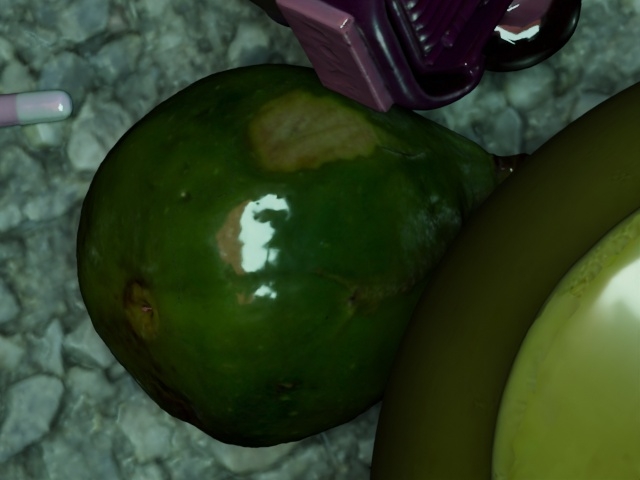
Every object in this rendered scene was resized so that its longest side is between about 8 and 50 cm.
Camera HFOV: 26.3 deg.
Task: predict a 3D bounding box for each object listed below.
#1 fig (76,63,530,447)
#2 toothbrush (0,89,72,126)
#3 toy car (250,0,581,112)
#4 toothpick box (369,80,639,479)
[{"bbox_3d":[0.000,0.000,0.722,0.245,0.195,0.195,-13,87,-27],"label":"fig"},{"bbox_3d":[-0.289,-0.070,0.833,0.286,0.025,0.020,-4,87,7],"label":"toothbrush"},{"bbox_3d":[0.036,-0.250,0.664,0.240,0.271,0.341,26,77,23],"label":"toy car"},{"bbox_3d":[0.224,0.109,0.546,0.409,0.425,0.409,0,90,9],"label":"toothpick box"}]
